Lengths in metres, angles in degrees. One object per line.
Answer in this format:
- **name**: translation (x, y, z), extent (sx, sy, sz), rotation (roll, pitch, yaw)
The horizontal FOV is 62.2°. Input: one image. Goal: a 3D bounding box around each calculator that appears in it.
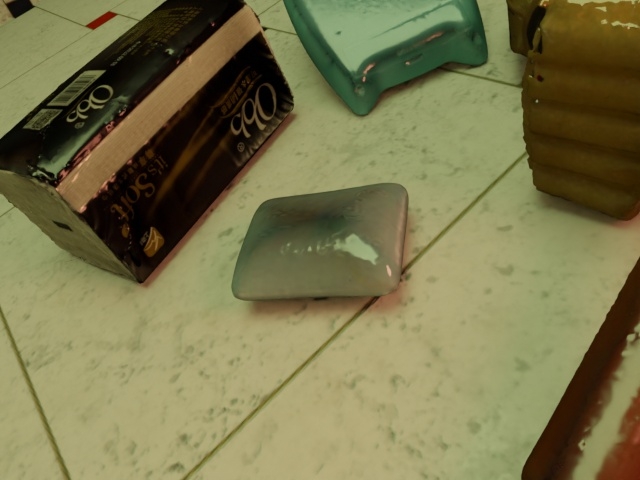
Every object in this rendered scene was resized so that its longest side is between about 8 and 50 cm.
- **calculator**: translation (0.070, -0.383, 0.775), extent (0.256, 0.054, 0.386), rotation (-23, 69, 4)

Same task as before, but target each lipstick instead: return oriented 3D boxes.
- **lipstick**: translation (0.247, 0.015, 0.348), extent (0.077, 0.077, 0.418), rotation (25, 78, 41)

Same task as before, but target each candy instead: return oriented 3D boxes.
- **candy**: translation (0.000, 0.000, 0.543), extent (0.174, 0.071, 0.138), rotation (-6, 46, 22)

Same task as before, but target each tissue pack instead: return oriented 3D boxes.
- **tissue pack**: translation (-0.230, -0.146, 0.705), extent (0.210, 0.198, 0.370), rotation (16, 57, 33)

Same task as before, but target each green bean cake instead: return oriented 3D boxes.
- **green bean cake**: translation (0.281, -0.161, 0.454), extent (0.131, 0.229, 0.224), rotation (30, 68, 35)

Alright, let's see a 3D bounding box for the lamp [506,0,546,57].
- **lamp**: translation (0.303, -0.303, 0.638), extent (0.161, 0.161, 0.185), rotation (-1, 51, 25)
